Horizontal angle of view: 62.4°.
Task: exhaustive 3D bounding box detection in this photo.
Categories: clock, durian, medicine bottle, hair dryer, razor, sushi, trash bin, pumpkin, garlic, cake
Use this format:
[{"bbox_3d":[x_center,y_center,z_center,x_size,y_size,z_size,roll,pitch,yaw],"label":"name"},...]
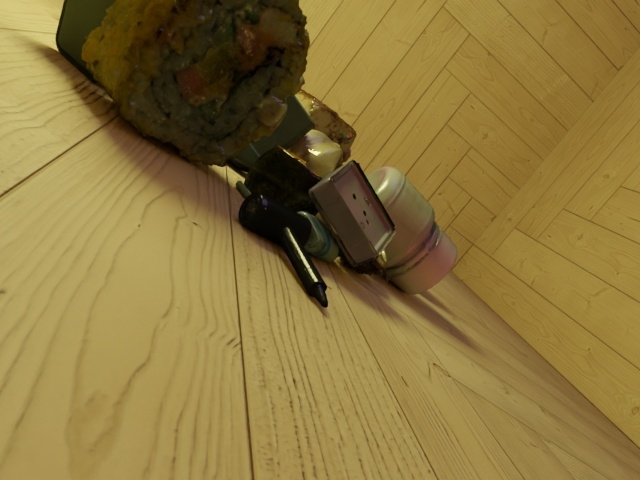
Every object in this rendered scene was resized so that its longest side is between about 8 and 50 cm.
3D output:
[{"bbox_3d":[0.072,-0.058,1.124,0.193,0.073,0.144,59,34,-9],"label":"clock"},{"bbox_3d":[0.093,0.030,1.252,0.188,0.091,0.148,50,20,3],"label":"durian"},{"bbox_3d":[0.000,0.000,1.101,0.090,0.053,0.208,60,10,18],"label":"medicine bottle"},{"bbox_3d":[-0.048,0.016,0.877,0.128,0.070,0.255,30,17,-38],"label":"hair dryer"},{"bbox_3d":[-0.128,-0.072,1.093,0.211,0.036,0.084,39,-17,44],"label":"razor"},{"bbox_3d":[-0.217,-0.361,1.041,0.240,0.397,0.351,42,4,39],"label":"sushi"},{"bbox_3d":[-0.386,-0.490,1.197,0.158,0.223,0.343,39,30,14],"label":"trash bin"},{"bbox_3d":[-0.056,-0.122,1.261,0.190,0.139,0.280,38,11,14],"label":"pumpkin"},{"bbox_3d":[-0.154,-0.290,1.381,0.177,0.236,0.101,54,-9,-10],"label":"trash bin"},{"bbox_3d":[-0.027,-0.176,1.525,0.184,0.203,0.281,14,-50,39],"label":"garlic"},{"bbox_3d":[-0.082,-0.330,1.731,0.282,0.290,0.255,42,8,40],"label":"cake"},{"bbox_3d":[0.204,-0.022,1.440,0.302,0.241,0.241,45,7,-16],"label":"medicine bottle"}]
